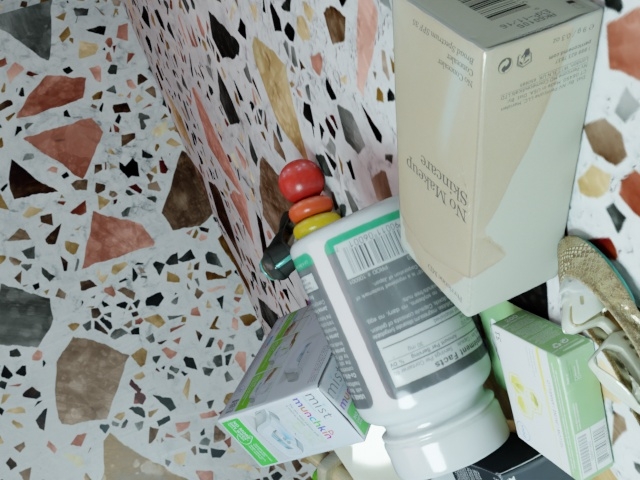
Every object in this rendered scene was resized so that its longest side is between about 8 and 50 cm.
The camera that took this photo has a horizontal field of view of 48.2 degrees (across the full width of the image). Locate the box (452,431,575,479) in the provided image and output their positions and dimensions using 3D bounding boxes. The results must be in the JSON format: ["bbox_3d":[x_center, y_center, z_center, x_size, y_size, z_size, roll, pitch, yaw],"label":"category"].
[{"bbox_3d":[0.295,0.405,0.973,0.184,0.103,0.261,142,106,-77],"label":"box"}]

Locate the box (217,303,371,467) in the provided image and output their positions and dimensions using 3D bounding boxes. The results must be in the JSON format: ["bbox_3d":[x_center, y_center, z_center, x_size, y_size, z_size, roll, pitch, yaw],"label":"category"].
[{"bbox_3d":[-0.008,0.215,1.182,0.231,0.262,0.127,-27,110,35],"label":"box"}]

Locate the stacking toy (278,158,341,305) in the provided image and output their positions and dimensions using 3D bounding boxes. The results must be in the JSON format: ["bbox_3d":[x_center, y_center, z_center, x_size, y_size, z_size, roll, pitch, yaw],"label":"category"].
[{"bbox_3d":[0.000,0.000,1.380,0.141,0.141,0.330,125,126,-72],"label":"stacking toy"}]

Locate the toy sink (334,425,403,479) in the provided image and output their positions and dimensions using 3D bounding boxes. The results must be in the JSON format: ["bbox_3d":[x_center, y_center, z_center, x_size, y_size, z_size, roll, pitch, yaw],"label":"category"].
[{"bbox_3d":[0.142,0.295,1.201,0.153,0.234,0.131,55,-166,1],"label":"toy sink"}]

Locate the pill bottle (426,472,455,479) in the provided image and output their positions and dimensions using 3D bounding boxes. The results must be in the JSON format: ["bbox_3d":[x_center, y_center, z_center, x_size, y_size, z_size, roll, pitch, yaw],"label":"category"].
[{"bbox_3d":[0.214,0.473,1.245,0.153,0.153,0.264,62,164,21],"label":"pill bottle"}]

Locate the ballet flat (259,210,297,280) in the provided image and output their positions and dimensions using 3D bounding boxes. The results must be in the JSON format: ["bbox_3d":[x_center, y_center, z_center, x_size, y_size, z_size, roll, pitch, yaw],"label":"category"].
[{"bbox_3d":[-0.045,-0.004,1.520,0.095,0.096,0.280,48,-155,-15],"label":"ballet flat"}]

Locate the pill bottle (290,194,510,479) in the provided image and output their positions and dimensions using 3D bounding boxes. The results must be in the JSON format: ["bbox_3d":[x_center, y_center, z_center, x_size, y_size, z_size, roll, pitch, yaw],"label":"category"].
[{"bbox_3d":[0.114,0.133,1.011,0.361,0.204,0.204,67,165,4],"label":"pill bottle"}]

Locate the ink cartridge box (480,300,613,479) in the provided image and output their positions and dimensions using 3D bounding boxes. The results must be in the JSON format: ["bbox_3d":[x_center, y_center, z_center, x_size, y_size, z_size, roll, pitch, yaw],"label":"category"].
[{"bbox_3d":[0.250,0.165,0.884,0.235,0.056,0.171,28,138,64],"label":"ink cartridge box"}]

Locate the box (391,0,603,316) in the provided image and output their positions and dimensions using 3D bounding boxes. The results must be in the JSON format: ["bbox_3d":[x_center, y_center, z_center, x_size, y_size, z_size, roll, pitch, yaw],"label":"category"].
[{"bbox_3d":[0.160,-0.090,0.701,0.148,0.121,0.311,51,157,45],"label":"box"}]

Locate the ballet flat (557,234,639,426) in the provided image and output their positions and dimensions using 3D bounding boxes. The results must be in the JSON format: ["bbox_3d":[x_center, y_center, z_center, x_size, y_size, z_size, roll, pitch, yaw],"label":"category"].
[{"bbox_3d":[0.271,0.086,0.671,0.206,0.067,0.073,60,164,28],"label":"ballet flat"}]

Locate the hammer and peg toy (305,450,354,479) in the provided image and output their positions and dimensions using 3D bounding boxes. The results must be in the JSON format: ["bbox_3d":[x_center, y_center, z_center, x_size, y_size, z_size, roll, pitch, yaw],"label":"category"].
[{"bbox_3d":[0.100,0.490,1.440,0.127,0.266,0.361,29,137,37],"label":"hammer and peg toy"}]
